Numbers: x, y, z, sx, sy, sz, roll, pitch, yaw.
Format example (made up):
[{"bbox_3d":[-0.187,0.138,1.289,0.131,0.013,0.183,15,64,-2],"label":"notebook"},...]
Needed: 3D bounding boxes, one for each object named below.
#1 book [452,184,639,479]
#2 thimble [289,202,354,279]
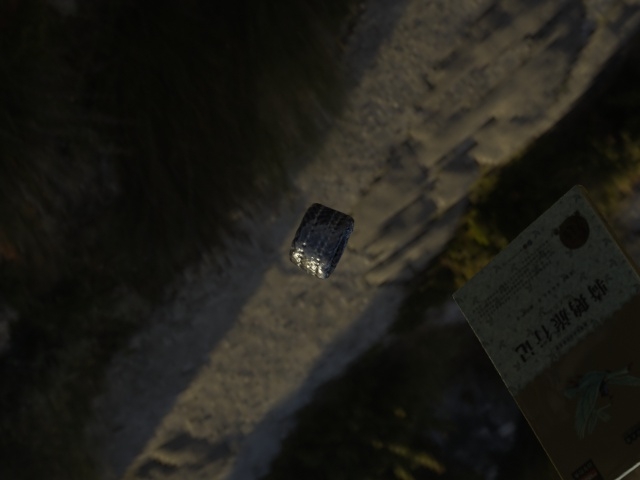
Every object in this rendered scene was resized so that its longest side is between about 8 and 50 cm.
[{"bbox_3d":[0.301,0.119,1.665,0.217,0.310,0.021,-43,148,25],"label":"book"},{"bbox_3d":[-0.001,0.001,1.919,0.104,0.066,0.095,-38,150,-76],"label":"thimble"}]
